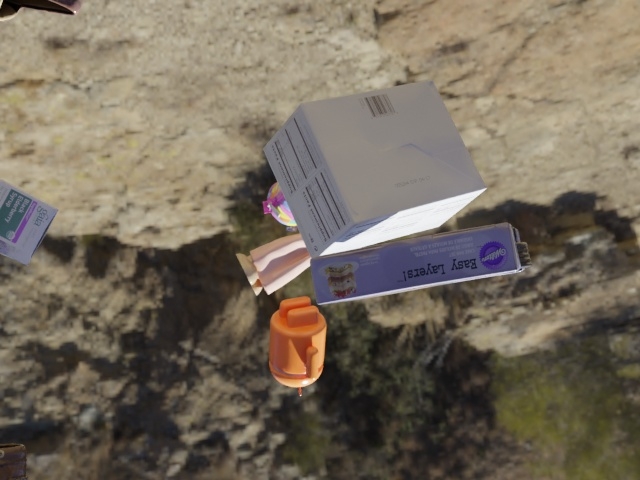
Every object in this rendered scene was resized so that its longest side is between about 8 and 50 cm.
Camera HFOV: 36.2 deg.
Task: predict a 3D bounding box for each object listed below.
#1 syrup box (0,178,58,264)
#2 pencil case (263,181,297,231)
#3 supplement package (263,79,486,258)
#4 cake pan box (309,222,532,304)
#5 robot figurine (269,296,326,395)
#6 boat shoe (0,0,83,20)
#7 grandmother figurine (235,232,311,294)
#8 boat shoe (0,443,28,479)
[{"bbox_3d":[-0.478,-0.033,1.459,0.096,0.093,0.237,30,170,-26],"label":"syrup box"},{"bbox_3d":[-0.034,-0.085,1.779,0.104,0.105,0.236,-4,172,-16],"label":"pencil case"},{"bbox_3d":[0.083,-0.112,1.518,0.261,0.204,0.145,-15,164,-34],"label":"supplement package"},{"bbox_3d":[0.143,0.030,1.304,0.266,0.070,0.246,-11,178,12],"label":"cake pan box"},{"bbox_3d":[-0.053,0.234,2.196,0.158,0.219,0.128,16,-150,22],"label":"robot figurine"},{"bbox_3d":[-0.599,-0.472,1.827,0.341,0.123,0.123,7,168,6],"label":"boat shoe"},{"bbox_3d":[0.000,0.000,2.045,0.342,0.104,0.208,-27,168,-4],"label":"grandmother figurine"},{"bbox_3d":[-0.466,0.249,1.144,0.257,0.095,0.095,11,176,-4],"label":"boat shoe"}]
